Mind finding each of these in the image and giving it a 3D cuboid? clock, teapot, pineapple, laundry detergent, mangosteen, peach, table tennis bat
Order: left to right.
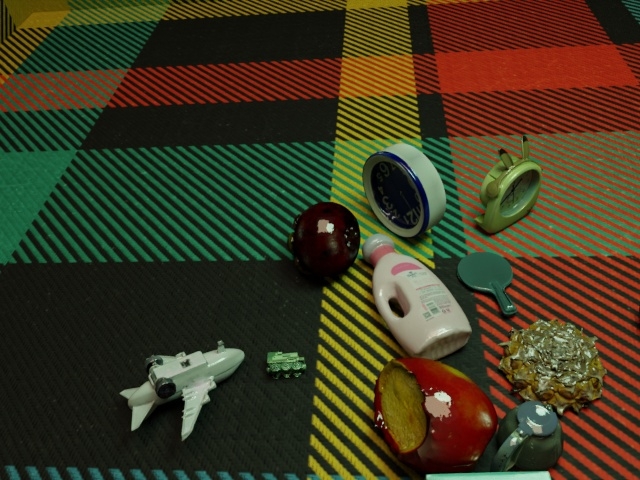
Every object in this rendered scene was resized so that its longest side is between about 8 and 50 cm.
[{"bbox_3d":[0.000,0.000,1.366,0.200,0.199,0.199,-4,44,3],"label":"mangosteen"},{"bbox_3d":[0.203,-0.122,1.409,0.083,0.230,0.230,-31,49,-26],"label":"clock"},{"bbox_3d":[0.190,0.113,1.271,0.159,0.087,0.335,-19,44,-12],"label":"laundry detergent"},{"bbox_3d":[0.185,0.302,1.001,0.226,0.189,0.196,27,62,22],"label":"peach"},{"bbox_3d":[0.390,0.095,1.305,0.125,0.033,0.201,-14,42,-5],"label":"table tennis bat"},{"bbox_3d":[0.461,-0.137,1.391,0.170,0.231,0.069,-27,48,-21],"label":"clock"},{"bbox_3d":[0.354,0.336,1.002,0.149,0.108,0.111,-11,42,-5],"label":"teapot"},{"bbox_3d":[0.458,0.233,1.122,0.225,0.076,0.224,-2,43,2],"label":"pineapple"}]

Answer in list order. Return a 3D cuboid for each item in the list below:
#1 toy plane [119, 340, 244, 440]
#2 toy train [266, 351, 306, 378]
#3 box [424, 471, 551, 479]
[{"bbox_3d":[-0.272,0.276,1.148,0.256,0.101,0.251,-26,35,-19],"label":"toy plane"},{"bbox_3d":[-0.071,0.257,1.191,0.084,0.033,0.053,-6,40,1],"label":"toy train"},{"bbox_3d":[0.265,0.506,0.831,0.205,0.118,0.311,-4,43,5],"label":"box"}]
